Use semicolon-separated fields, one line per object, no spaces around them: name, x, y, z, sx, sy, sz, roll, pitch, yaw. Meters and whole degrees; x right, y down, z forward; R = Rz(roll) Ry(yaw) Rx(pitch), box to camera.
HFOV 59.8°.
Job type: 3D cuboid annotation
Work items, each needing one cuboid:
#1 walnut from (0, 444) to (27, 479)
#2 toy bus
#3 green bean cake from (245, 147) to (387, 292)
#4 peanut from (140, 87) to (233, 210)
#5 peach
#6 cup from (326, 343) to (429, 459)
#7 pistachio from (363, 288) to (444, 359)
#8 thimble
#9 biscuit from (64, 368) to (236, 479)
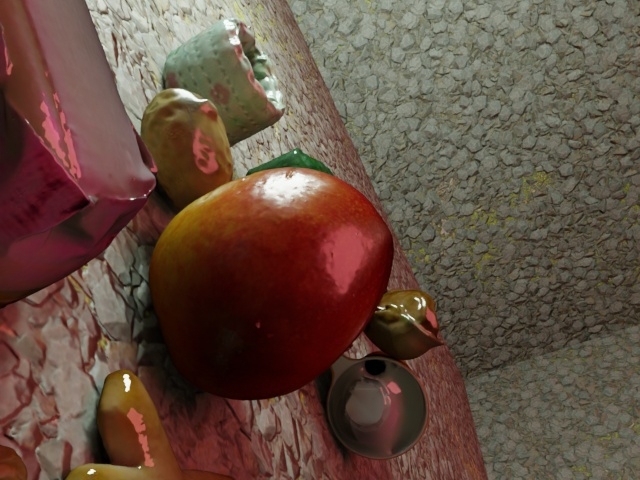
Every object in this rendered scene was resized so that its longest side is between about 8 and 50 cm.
walnut;-0.203;0.152;0.301;0.096;0.083;0.079;25;73;-71
toy bus;-0.254;-0.147;0.388;0.171;0.162;0.386;-13;82;-77
green bean cake;0.000;0.000;1.101;0.300;0.169;0.307;28;40;-68
peanut;-0.177;-0.118;0.746;0.140;0.109;0.159;10;70;-61
peach;-0.047;0.051;0.632;0.248;0.275;0.245;51;18;-33
cup;0.101;0.284;1.089;0.226;0.182;0.264;49;5;7
pistachio;0.147;0.153;1.033;0.130;0.165;0.210;-67;-172;-14
thimble;-0.160;-0.268;0.952;0.185;0.149;0.211;57;17;-29
biscuit;-0.137;0.231;0.486;0.208;0.047;0.164;59;15;-29
